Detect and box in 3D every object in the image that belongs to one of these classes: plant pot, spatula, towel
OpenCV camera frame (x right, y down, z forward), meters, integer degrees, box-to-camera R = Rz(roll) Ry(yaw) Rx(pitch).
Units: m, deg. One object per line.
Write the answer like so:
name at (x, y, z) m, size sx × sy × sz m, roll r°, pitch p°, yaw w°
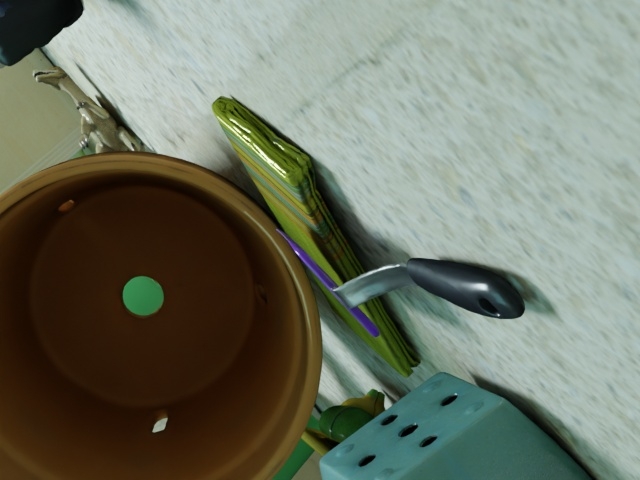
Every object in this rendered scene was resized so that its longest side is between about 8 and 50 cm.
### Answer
plant pot at (-0.147, 0.064, 1.387) m, size 0.291 × 0.291 × 0.203 m, roll 50°, pitch -175°, yaw -10°
plant pot at (0.112, 0.213, 1.147) m, size 0.234 × 0.165 × 0.165 m, roll 59°, pitch 167°, yaw -15°
spatula at (0.043, 0.025, 1.044) m, size 0.084 × 0.030 × 0.296 m, roll 47°, pitch 163°, yaw -16°
towel at (0.000, 0.000, 1.207) m, size 0.102 × 0.021 × 0.237 m, roll 44°, pitch 169°, yaw 42°

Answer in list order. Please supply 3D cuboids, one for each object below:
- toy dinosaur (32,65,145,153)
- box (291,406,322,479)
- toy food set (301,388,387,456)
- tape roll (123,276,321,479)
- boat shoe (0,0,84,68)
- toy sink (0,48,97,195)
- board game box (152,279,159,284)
toy dinosaur at (-0.185, -0.089, 1.591) m, size 0.183 × 0.053 × 0.093 m, roll 55°, pitch -175°, yaw -39°
box at (-0.124, 0.288, 1.914) m, size 0.148 × 0.311 × 0.121 m, roll 53°, pitch 169°, yaw -26°
toy food set at (0.068, 0.168, 1.423) m, size 0.128 × 0.071 × 0.218 m, roll 27°, pitch -179°, yaw -24°
tape roll at (-0.138, 0.113, 1.724) m, size 0.321 × 0.077 × 0.321 m, roll 38°, pitch 172°, yaw 6°
boat shoe at (-0.298, -0.242, 1.321) m, size 0.340 × 0.127 × 0.158 m, roll 23°, pitch 146°, yaw 51°
toy sink at (-0.312, -0.115, 1.733) m, size 0.234 × 0.131 × 0.153 m, roll 52°, pitch 169°, yaw -22°
board game box at (-0.141, 0.032, 1.733) m, size 0.193 × 0.045 × 0.147 m, roll 43°, pitch 172°, yaw -22°
